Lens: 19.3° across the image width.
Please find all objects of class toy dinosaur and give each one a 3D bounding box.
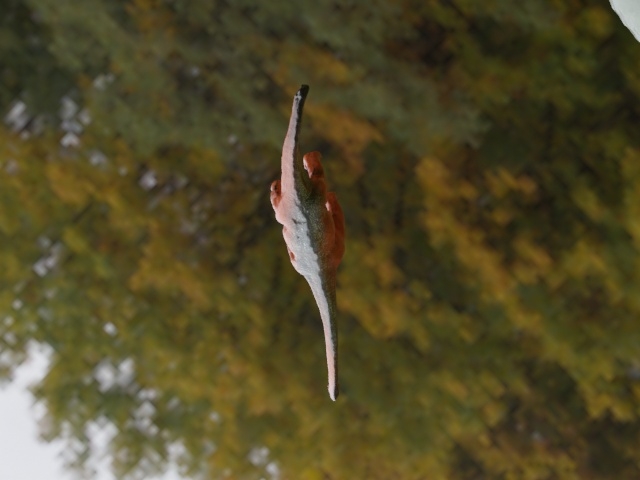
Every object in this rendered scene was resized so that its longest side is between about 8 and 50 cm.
[{"bbox_3d":[-0.006,0.001,1.552,0.101,0.055,0.279,-90,-12,-57],"label":"toy dinosaur"}]

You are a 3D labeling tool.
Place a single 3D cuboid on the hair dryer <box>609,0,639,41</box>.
[{"bbox_3d":[0.202,-0.190,0.874,0.298,0.296,0.119,50,175,28],"label":"hair dryer"}]
